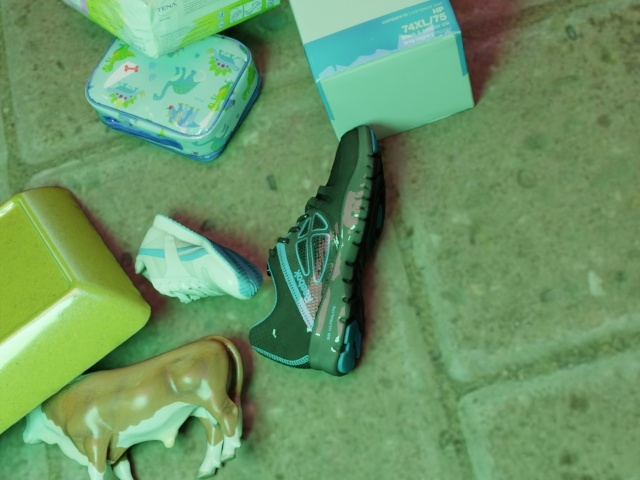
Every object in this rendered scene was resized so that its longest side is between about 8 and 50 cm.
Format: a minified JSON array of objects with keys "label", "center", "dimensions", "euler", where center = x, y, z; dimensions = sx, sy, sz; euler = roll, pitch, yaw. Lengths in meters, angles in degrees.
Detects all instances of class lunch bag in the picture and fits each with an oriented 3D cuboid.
[{"label":"lunch bag","center":[-0.210,-0.215,1.801],"dimensions":[0.219,0.090,0.176],"euler":[19,71,19]}]

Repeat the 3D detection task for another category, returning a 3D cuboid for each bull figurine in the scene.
[{"label":"bull figurine","center":[-0.237,0.228,1.604],"dimensions":[0.310,0.101,0.188],"euler":[-22,71,8]}]

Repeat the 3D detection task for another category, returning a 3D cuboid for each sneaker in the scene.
[{"label":"sneaker","center":[0.000,0.000,1.642],"dimensions":[0.139,0.125,0.341],"euler":[6,67,16]},{"label":"sneaker","center":[-0.158,0.042,1.655],"dimensions":[0.229,0.087,0.092],"euler":[25,86,50]}]

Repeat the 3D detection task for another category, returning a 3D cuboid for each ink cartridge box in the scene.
[{"label":"ink cartridge box","center":[0.068,-0.305,1.723],"dimensions":[0.197,0.198,0.270],"euler":[-19,64,4]}]

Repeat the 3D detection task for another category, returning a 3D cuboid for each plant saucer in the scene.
[{"label":"plant saucer","center":[-0.430,0.086,1.663],"dimensions":[0.333,0.081,0.333],"euler":[-37,46,-6]}]

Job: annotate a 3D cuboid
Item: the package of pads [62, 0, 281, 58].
[{"label":"package of pads","center":[-0.233,-0.379,1.800],"dimensions":[0.229,0.101,0.296],"euler":[-30,44,-28]}]
